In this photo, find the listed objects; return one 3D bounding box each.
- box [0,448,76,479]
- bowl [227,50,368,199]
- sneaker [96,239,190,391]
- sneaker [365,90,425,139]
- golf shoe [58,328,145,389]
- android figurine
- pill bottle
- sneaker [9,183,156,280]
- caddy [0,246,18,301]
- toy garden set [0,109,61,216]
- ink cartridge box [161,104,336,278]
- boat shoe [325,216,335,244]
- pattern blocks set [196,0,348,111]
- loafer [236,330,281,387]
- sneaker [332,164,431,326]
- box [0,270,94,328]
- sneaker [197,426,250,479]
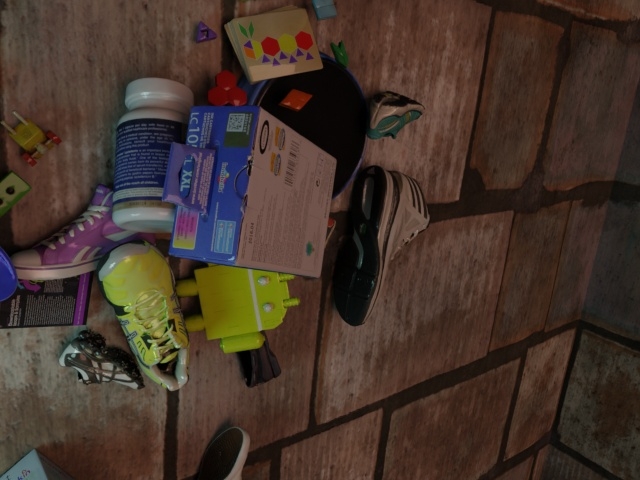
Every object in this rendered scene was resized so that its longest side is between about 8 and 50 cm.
[{"bbox_3d":[-0.525,0.596,1.108,0.127,0.231,0.261,-41,128,-20],"label":"box"},{"bbox_3d":[-0.040,-0.254,1.293,0.391,0.077,0.390,-16,116,-35],"label":"bowl"},{"bbox_3d":[-0.330,0.155,1.100,0.145,0.147,0.384,-31,141,-24],"label":"sneaker"},{"bbox_3d":[0.185,-0.323,1.414,0.275,0.107,0.109,-27,142,-56],"label":"sneaker"},{"bbox_3d":[-0.461,0.271,1.156,0.094,0.077,0.198,-40,125,-3],"label":"golf shoe"},{"bbox_3d":[-0.186,0.129,1.236,0.273,0.056,0.248,-8,97,-4],"label":"android figurine"},{"bbox_3d":[-0.303,-0.154,1.016,0.153,0.153,0.264,7,78,-41],"label":"pill bottle"},{"bbox_3d":[-0.453,-0.024,1.031,0.282,0.102,0.160,-17,114,-46],"label":"sneaker"},{"bbox_3d":[-0.659,0.060,0.835,0.341,0.179,0.241,47,53,-40],"label":"caddy"},{"bbox_3d":[-0.583,-0.169,0.896,0.204,0.049,0.244,-48,129,-13],"label":"toy garden set"},{"bbox_3d":[-0.123,-0.081,1.013,0.395,0.151,0.269,18,80,-66],"label":"ink cartridge box"},{"bbox_3d":[0.000,0.000,1.445,0.043,0.049,0.136,26,84,-45],"label":"boat shoe"},{"bbox_3d":[-0.097,-0.410,1.146,0.325,0.026,0.285,-9,89,-21],"label":"pattern blocks set"},{"bbox_3d":[-0.184,0.255,1.351,0.095,0.109,0.302,-33,127,-20],"label":"loafer"},{"bbox_3d":[0.200,0.027,1.536,0.258,0.169,0.447,4,101,-39],"label":"sneaker"},{"bbox_3d":[-0.533,0.110,1.055,0.162,0.029,0.116,4,103,-42],"label":"box"},{"bbox_3d":[-0.250,0.618,1.445,0.123,0.106,0.290,19,101,-52],"label":"sneaker"}]
